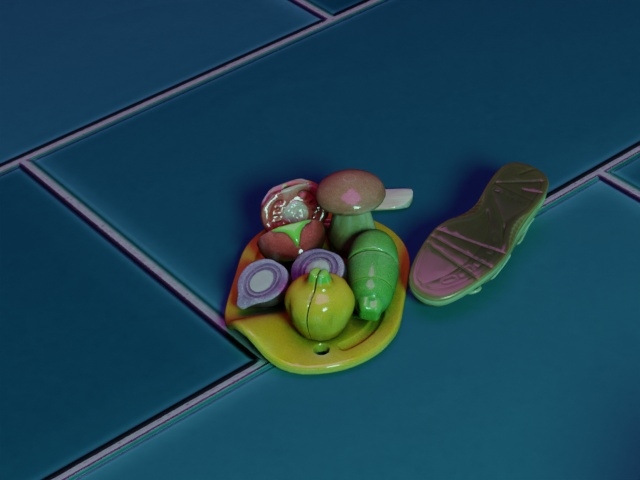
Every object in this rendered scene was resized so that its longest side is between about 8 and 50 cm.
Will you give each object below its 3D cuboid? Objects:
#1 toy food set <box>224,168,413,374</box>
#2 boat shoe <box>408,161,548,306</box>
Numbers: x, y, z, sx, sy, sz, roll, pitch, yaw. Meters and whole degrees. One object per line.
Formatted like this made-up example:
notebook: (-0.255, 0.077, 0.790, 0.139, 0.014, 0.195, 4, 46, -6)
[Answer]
toy food set: (0.000, 0.000, 1.153, 0.128, 0.071, 0.218, 2, 38, 7)
boat shoe: (0.116, 0.003, 1.171, 0.056, 0.048, 0.153, 28, 53, 17)
